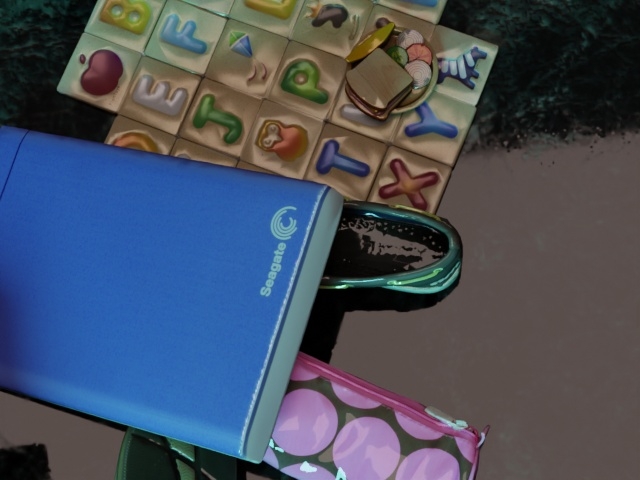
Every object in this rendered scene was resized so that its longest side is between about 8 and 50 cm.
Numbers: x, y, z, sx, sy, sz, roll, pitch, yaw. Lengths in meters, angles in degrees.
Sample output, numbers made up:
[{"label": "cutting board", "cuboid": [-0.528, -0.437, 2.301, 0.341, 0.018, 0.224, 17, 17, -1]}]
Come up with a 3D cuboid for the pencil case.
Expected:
[{"label": "pencil case", "cuboid": [0.021, 0.147, 1.171, 0.209, 0.095, 0.098, 23, 116, 1]}]

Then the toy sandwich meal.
[{"label": "toy sandwich meal", "cuboid": [0.057, -0.143, 1.260, 0.086, 0.029, 0.085, -1, 77, 4]}]

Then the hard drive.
[{"label": "hard drive", "cuboid": [-0.155, 0.033, 1.183, 0.319, 0.040, 0.210, 11, 78, 29]}]

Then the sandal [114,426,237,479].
[{"label": "sandal", "cuboid": [-0.129, 0.273, 1.169, 0.120, 0.086, 0.302, 20, 60, -15]}]

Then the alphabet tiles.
[{"label": "alphabet tiles", "cuboid": [-0.038, -0.145, 1.288, 0.343, 0.011, 0.285, 21, 80, 8]}]

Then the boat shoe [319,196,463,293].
[{"label": "boat shoe", "cuboid": [0.000, 0.000, 1.212, 0.228, 0.068, 0.081, 2, 78, 4]}]
